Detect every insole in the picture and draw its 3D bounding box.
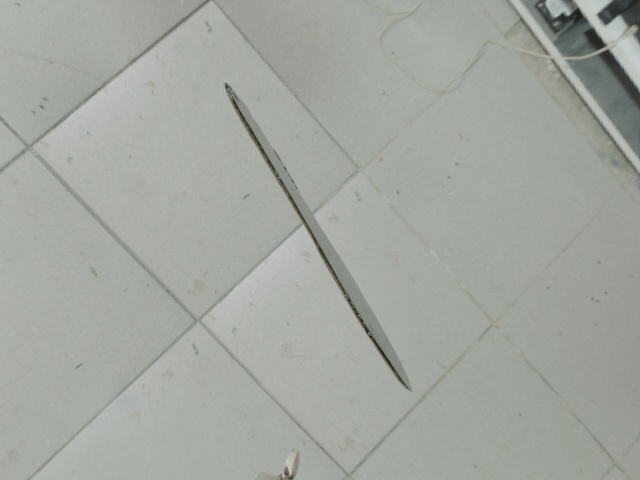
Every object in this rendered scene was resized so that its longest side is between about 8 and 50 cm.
[{"bbox_3d":[0.000,0.000,0.295,0.004,0.064,0.189,-31,94,5],"label":"insole"}]

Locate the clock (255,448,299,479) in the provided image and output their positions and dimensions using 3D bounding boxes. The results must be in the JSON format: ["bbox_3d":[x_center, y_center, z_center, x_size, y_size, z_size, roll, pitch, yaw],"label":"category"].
[{"bbox_3d":[-0.078,0.385,0.733,0.063,0.156,0.229,11,65,10],"label":"clock"}]
